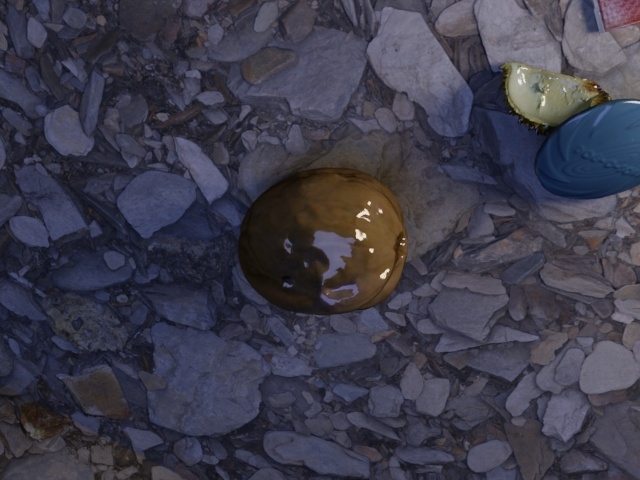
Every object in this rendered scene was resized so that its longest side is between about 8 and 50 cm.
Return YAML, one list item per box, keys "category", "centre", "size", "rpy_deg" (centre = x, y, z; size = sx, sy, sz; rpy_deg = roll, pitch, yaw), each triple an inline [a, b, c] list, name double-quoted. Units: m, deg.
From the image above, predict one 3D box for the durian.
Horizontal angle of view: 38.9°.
- category: "durian"
  centre: [0.472, -0.274, 1.839]
  size: [0.252, 0.144, 0.139]
  rpy_deg: [15, 104, 16]

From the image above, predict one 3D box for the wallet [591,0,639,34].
- category: "wallet"
  centre: [0.555, -0.495, 1.711]
  size: [0.103, 0.020, 0.196]
  rpy_deg: [-12, 117, 27]

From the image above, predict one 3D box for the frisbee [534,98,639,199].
- category: "frisbee"
  centre: [0.578, -0.167, 1.821]
  size: [0.290, 0.049, 0.289]
  rpy_deg: [-5, 142, -4]

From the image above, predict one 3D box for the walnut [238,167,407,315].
- category: "walnut"
  centre: [0.015, 0.005, 2.049]
  size: [0.384, 0.383, 0.383]
  rpy_deg: [9, 124, 14]
